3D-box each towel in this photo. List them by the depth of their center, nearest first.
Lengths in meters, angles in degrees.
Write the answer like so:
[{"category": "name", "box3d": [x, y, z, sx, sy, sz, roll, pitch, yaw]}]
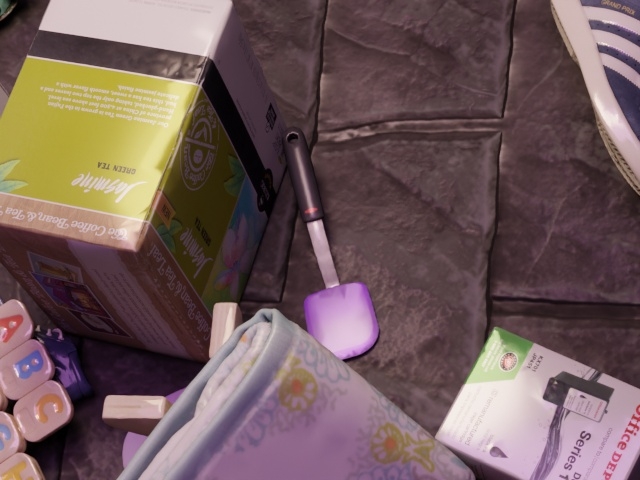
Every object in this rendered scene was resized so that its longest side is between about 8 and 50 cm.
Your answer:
[{"category": "towel", "box3d": [-0.058, 0.298, 1.691, 0.374, 0.320, 0.090, -51, 30, -4]}]

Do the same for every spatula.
[{"category": "spatula", "box3d": [0.000, 0.000, 1.976, 0.084, 0.030, 0.296, -15, 76, 5]}]

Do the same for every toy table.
[{"category": "toy table", "box3d": [-0.102, 0.214, 1.836, 0.274, 0.161, 0.252, -12, 62, 6]}]

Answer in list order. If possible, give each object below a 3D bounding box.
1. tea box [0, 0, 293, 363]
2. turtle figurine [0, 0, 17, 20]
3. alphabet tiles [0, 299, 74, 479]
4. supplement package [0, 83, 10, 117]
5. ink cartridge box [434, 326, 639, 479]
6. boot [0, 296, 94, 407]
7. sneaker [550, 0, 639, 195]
[{"category": "tea box", "box3d": [-0.206, -0.074, 1.910, 0.220, 0.329, 0.323, 12, 68, 18]}, {"category": "turtle figurine", "box3d": [-0.474, -0.326, 2.225, 0.234, 0.118, 0.175, -23, 45, 18]}, {"category": "alphabet tiles", "box3d": [-0.432, 0.207, 1.951, 0.278, 0.021, 0.284, -33, 68, 10]}, {"category": "supplement package", "box3d": [-0.508, -0.144, 2.055, 0.145, 0.262, 0.204, 11, 67, 19]}, {"category": "ink cartridge box", "box3d": [0.252, 0.208, 1.795, 0.208, 0.087, 0.153, 23, 71, 22]}, {"category": "boot", "box3d": [-0.343, 0.125, 1.998, 0.086, 0.069, 0.190, -25, 68, -8]}, {"category": "sneaker", "box3d": [0.377, -0.211, 1.953, 0.148, 0.131, 0.350, -20, 60, 8]}]
